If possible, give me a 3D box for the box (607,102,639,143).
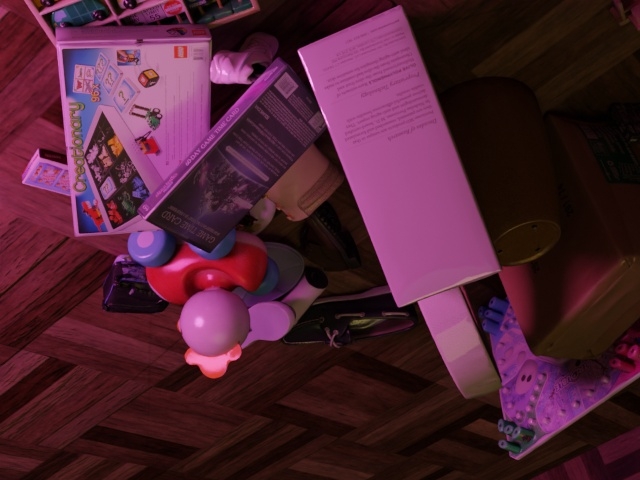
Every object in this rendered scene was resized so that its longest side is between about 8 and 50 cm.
[{"bbox_3d":[0.547,-0.204,1.518,0.067,0.083,0.018,-4,142,-18],"label":"box"}]

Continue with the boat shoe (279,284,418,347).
[{"bbox_3d":[0.053,0.172,1.828,0.303,0.091,0.114,-17,144,1],"label":"boat shoe"}]

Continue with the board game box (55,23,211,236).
[{"bbox_3d":[-0.249,-0.144,1.196,0.193,0.053,0.305,-4,129,-15],"label":"board game box"}]

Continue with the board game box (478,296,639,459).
[{"bbox_3d":[0.473,0.184,1.768,0.050,0.390,0.390,25,130,-21],"label":"board game box"}]

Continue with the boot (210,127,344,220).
[{"bbox_3d":[-0.114,-0.094,1.377,0.262,0.095,0.203,-32,130,12],"label":"boot"}]

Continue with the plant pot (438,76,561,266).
[{"bbox_3d":[0.288,-0.093,1.423,0.237,0.254,0.237,-11,144,-8],"label":"plant pot"}]

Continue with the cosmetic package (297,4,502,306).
[{"bbox_3d":[0.109,-0.114,1.204,0.155,0.365,0.197,-22,-172,8],"label":"cosmetic package"}]

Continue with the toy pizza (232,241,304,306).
[{"bbox_3d":[-0.130,0.059,1.656,0.201,0.032,0.201,-12,144,-8],"label":"toy pizza"}]

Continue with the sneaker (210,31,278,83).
[{"bbox_3d":[-0.088,-0.239,1.181,0.061,0.152,0.053,18,124,17],"label":"sneaker"}]

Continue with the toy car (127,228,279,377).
[{"bbox_3d":[-0.192,0.107,1.432,0.210,0.238,0.219,-7,155,18],"label":"toy car"}]

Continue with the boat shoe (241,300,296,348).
[{"bbox_3d":[-0.106,0.161,1.731,0.076,0.080,0.228,-28,176,-39],"label":"boat shoe"}]

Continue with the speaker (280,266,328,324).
[{"bbox_3d":[-0.038,0.112,1.744,0.055,0.055,0.136,9,137,-31],"label":"speaker"}]

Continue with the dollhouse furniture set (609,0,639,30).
[{"bbox_3d":[0.539,-0.313,1.282,0.161,0.182,0.101,-26,143,13],"label":"dollhouse furniture set"}]

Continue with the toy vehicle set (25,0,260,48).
[{"bbox_3d":[-0.225,-0.317,1.105,0.267,0.035,0.166,-19,145,4],"label":"toy vehicle set"}]

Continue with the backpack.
[{"bbox_3d":[-0.322,0.077,1.559,0.114,0.084,0.105,9,139,-24],"label":"backpack"}]

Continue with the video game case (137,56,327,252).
[{"bbox_3d":[-0.110,-0.108,1.217,0.274,0.026,0.196,-46,157,3],"label":"video game case"}]

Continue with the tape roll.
[{"bbox_3d":[0.208,0.077,1.504,0.072,0.392,0.392,-22,144,9],"label":"tape roll"}]

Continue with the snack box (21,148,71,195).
[{"bbox_3d":[-0.367,-0.092,1.366,0.178,0.022,0.064,16,135,-37],"label":"snack box"}]

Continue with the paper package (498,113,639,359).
[{"bbox_3d":[0.454,-0.007,1.541,0.168,0.324,0.309,2,141,-23],"label":"paper package"}]

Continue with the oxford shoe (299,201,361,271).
[{"bbox_3d":[0.000,0.000,1.585,0.096,0.082,0.227,-18,144,10],"label":"oxford shoe"}]

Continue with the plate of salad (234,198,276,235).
[{"bbox_3d":[-0.171,-0.039,1.493,0.200,0.048,0.200,-11,144,-8],"label":"plate of salad"}]
